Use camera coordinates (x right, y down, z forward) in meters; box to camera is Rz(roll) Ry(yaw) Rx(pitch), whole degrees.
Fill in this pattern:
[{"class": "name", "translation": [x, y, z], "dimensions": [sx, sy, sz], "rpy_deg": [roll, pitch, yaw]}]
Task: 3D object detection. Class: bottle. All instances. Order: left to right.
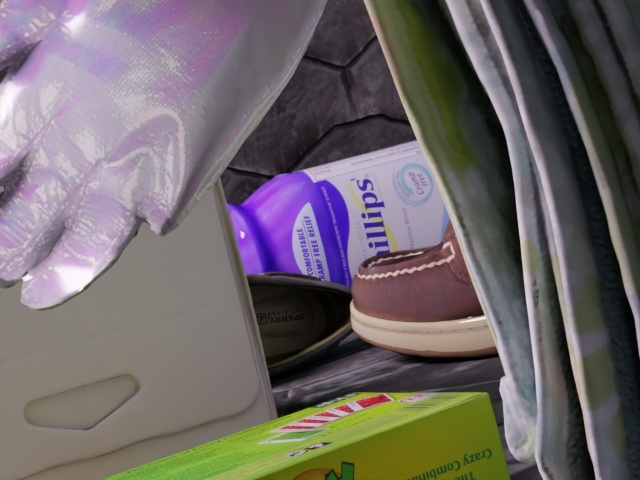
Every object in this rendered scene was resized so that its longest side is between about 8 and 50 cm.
[{"class": "bottle", "translation": [0.000, 0.000, 1.388], "dimensions": [0.283, 0.118, 0.092], "rpy_deg": [-15, 4, -23]}]

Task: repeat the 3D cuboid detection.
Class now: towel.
[{"class": "towel", "translation": [0.133, -0.089, 0.655], "dimensions": [0.090, 0.320, 0.374], "rpy_deg": [-19, 1, 32]}]

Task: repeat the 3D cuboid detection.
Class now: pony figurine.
[{"class": "pony figurine", "translation": [-0.087, -0.190, 0.660], "dimensions": [0.351, 0.363, 0.303], "rpy_deg": [-44, 41, -10]}]

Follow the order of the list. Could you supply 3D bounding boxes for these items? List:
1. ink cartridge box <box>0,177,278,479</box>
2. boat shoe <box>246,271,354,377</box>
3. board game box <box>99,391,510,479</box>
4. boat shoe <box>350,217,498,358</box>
[{"class": "ink cartridge box", "translation": [-0.147, 0.046, 0.849], "dimensions": [0.171, 0.168, 0.232], "rpy_deg": [-16, 6, -23]}, {"class": "boat shoe", "translation": [-0.064, 0.056, 1.100], "dimensions": [0.223, 0.080, 0.073], "rpy_deg": [-12, -4, -44]}, {"class": "board game box", "translation": [-0.034, 0.098, 0.618], "dimensions": [0.181, 0.043, 0.092], "rpy_deg": [-16, 4, -31]}, {"class": "boat shoe", "translation": [0.138, -0.012, 0.982], "dimensions": [0.123, 0.123, 0.342], "rpy_deg": [-17, 5, -38]}]
